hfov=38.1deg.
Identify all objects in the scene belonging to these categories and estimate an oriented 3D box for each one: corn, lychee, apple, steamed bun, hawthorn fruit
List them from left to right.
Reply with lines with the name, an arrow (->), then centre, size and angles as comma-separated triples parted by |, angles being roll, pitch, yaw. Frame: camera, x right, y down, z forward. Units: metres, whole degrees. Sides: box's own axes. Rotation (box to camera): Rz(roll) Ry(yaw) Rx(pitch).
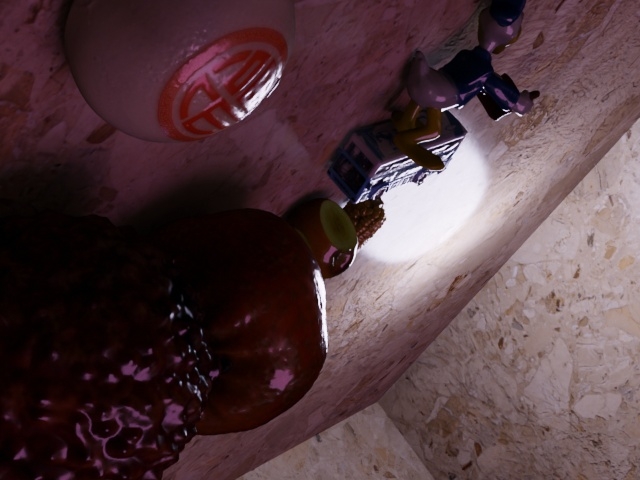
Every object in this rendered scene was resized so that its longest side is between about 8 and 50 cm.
lychee -> -0.335, 0.168, 1.273 | 0.500, 0.425, 0.424 | 14, 132, -31
steamed bun -> -0.148, -0.227, 1.096 | 0.283, 0.177, 0.283 | -33, 160, -14
hawthorn fruit -> -0.168, 0.129, 1.628 | 0.402, 0.403, 0.403 | -33, 160, -13
apple -> 0.004, -0.001, 1.923 | 0.146, 0.147, 0.163 | -21, 153, -41
corn -> 0.034, 0.004, 2.078 | 0.291, 0.101, 0.101 | -42, 161, 24

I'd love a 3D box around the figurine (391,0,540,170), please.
figurine -> 0.304, -0.306, 1.705 | 0.283, 0.204, 0.338 | 7, 124, -29

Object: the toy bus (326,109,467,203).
toy bus -> 0.159, -0.175, 1.870 | 0.297, 0.106, 0.131 | -22, 153, -42
